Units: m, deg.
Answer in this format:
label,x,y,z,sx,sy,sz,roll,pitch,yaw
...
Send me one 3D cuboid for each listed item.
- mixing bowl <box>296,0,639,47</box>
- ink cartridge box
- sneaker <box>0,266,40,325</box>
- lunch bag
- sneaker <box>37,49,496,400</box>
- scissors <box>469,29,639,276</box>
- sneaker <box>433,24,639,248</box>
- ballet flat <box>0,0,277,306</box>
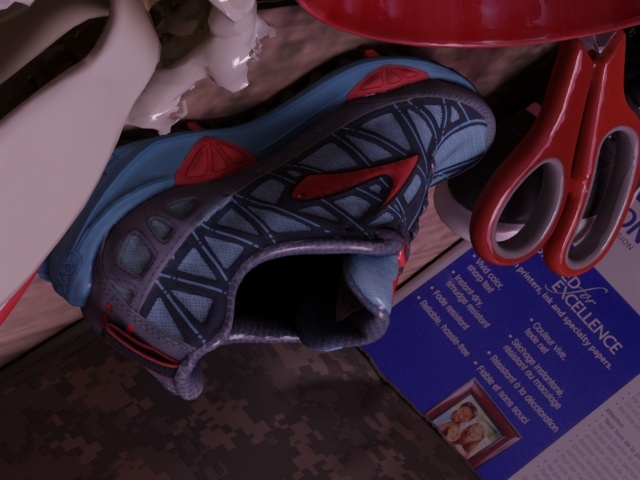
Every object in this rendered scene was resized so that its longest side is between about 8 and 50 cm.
label,x,y,z,sx,sy,sz,roll,pitch,yaw
mixing bowl,0.076,-0.146,0.481,0.181,0.098,0.181,-3,171,0
ink cartridge box,0.169,0.136,0.891,0.307,0.304,0.072,-35,159,-13
sneaker,-0.170,0.042,0.513,0.221,0.087,0.128,-35,167,16
lunch bag,-0.062,0.156,0.655,0.287,0.235,0.169,-30,148,-24
sneaker,0.000,0.000,0.620,0.261,0.125,0.104,-25,152,-34
scissors,0.146,-0.112,0.665,0.109,0.021,0.297,-4,118,-31
sneaker,0.186,-0.104,0.775,0.295,0.104,0.147,-27,145,-31
ballet flat,-0.183,0.012,0.355,0.409,0.147,0.147,-40,156,-3
